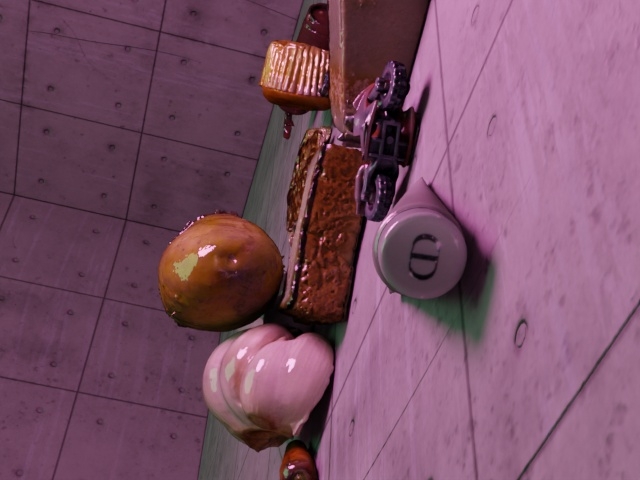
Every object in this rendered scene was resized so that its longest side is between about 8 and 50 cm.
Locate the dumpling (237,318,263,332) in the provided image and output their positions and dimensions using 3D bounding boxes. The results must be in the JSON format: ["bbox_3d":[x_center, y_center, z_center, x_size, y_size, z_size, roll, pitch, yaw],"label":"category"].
[{"bbox_3d":[-0.151,0.179,2.353,0.219,0.108,0.152,111,169,-56],"label":"dumpling"}]

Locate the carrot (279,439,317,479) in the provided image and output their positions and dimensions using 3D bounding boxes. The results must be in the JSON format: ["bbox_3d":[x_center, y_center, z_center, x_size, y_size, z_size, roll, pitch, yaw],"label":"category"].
[{"bbox_3d":[-0.034,0.335,1.521,0.161,0.055,0.055,-98,21,-84],"label":"carrot"}]

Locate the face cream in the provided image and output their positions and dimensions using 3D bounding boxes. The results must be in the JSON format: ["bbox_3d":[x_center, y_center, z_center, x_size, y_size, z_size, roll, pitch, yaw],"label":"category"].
[{"bbox_3d":[0.100,0.004,1.057,0.314,0.089,0.143,-43,-33,-85],"label":"face cream"}]

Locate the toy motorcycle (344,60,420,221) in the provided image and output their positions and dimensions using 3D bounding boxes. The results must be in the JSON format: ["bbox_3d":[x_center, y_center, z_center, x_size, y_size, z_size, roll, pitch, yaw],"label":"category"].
[{"bbox_3d":[0.080,-0.130,1.356,0.118,0.084,0.212,-176,94,-73],"label":"toy motorcycle"}]

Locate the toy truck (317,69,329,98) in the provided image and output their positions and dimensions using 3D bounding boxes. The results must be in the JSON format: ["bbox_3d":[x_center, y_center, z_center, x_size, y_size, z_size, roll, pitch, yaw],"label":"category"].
[{"bbox_3d":[0.051,-0.313,1.851,0.202,0.074,0.088,140,147,-76],"label":"toy truck"}]

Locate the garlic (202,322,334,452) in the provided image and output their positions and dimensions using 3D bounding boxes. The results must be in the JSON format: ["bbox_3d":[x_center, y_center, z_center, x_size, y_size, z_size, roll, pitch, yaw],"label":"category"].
[{"bbox_3d":[-0.090,0.215,1.630,0.203,0.185,0.281,-63,0,-28],"label":"garlic"}]

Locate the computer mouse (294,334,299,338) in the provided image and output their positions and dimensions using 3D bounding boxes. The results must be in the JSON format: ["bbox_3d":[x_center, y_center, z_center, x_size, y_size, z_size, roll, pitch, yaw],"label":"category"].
[{"bbox_3d":[-0.072,0.261,1.846,0.106,0.062,0.192,117,162,-60],"label":"computer mouse"}]

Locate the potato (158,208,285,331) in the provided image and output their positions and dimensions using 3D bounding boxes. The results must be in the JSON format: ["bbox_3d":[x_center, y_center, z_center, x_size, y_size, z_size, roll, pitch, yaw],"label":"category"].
[{"bbox_3d":[-0.164,0.057,1.689,0.266,0.229,0.229,-170,93,-81],"label":"potato"}]

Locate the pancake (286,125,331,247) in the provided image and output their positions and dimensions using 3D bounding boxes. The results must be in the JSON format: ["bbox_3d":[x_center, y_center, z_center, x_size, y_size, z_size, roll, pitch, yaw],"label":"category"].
[{"bbox_3d":[-0.025,-0.134,2.173,0.257,0.056,0.212,123,153,-47],"label":"pancake"}]

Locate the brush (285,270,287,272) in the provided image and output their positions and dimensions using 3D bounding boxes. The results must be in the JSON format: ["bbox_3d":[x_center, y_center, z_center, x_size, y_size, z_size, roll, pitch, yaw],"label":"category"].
[{"bbox_3d":[-0.086,0.088,2.005,0.179,0.030,0.033,-25,55,34],"label":"brush"}]

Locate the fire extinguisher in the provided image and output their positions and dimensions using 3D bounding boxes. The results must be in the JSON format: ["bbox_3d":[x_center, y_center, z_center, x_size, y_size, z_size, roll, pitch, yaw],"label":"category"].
[{"bbox_3d":[-0.033,-0.397,2.442,0.141,0.105,0.341,-84,13,-45],"label":"fire extinguisher"}]

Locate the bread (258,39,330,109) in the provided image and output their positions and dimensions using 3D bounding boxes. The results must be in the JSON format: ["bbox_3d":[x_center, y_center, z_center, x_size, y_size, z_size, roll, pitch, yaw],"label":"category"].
[{"bbox_3d":[-0.039,-0.347,2.161,0.250,0.179,0.133,-133,52,-80],"label":"bread"}]

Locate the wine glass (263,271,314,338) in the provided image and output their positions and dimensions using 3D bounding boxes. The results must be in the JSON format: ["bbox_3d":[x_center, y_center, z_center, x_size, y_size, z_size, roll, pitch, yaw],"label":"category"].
[{"bbox_3d":[-0.057,0.140,1.826,0.202,0.093,0.093,-90,15,-64],"label":"wine glass"}]

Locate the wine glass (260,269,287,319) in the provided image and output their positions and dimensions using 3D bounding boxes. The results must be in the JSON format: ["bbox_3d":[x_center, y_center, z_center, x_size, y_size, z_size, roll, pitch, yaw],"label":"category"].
[{"bbox_3d":[-0.182,0.169,2.087,0.309,0.264,0.096,-97,-6,-67],"label":"wine glass"}]

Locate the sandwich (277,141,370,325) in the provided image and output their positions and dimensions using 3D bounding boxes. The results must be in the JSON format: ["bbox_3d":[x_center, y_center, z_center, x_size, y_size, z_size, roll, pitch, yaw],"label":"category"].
[{"bbox_3d":[0.002,0.000,1.632,0.249,0.095,0.273,146,136,-81],"label":"sandwich"}]

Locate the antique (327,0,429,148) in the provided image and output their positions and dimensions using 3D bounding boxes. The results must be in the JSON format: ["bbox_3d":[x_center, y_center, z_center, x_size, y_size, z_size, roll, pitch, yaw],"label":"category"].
[{"bbox_3d":[0.072,-0.278,1.494,0.125,0.150,0.284,-116,31,-76],"label":"antique"}]
